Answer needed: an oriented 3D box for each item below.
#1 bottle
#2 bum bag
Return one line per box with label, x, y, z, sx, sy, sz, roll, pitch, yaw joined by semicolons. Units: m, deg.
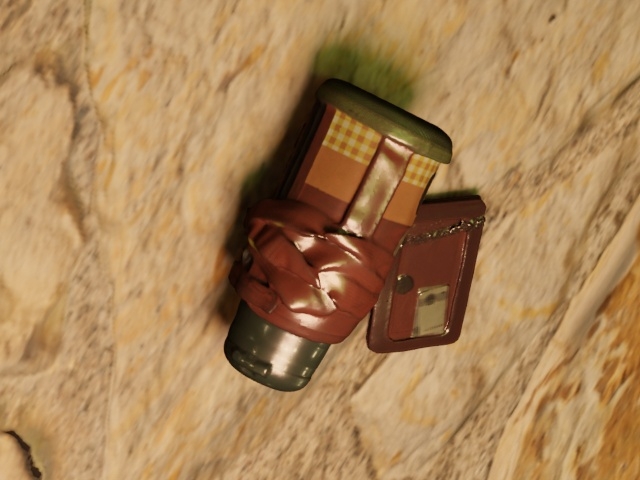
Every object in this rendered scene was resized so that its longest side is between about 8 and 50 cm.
bottle;0.000;0.000;1.725;0.271;0.143;0.156;-64;164;5
bum bag;0.098;0.032;1.865;0.109;0.026;0.159;-5;119;-28
